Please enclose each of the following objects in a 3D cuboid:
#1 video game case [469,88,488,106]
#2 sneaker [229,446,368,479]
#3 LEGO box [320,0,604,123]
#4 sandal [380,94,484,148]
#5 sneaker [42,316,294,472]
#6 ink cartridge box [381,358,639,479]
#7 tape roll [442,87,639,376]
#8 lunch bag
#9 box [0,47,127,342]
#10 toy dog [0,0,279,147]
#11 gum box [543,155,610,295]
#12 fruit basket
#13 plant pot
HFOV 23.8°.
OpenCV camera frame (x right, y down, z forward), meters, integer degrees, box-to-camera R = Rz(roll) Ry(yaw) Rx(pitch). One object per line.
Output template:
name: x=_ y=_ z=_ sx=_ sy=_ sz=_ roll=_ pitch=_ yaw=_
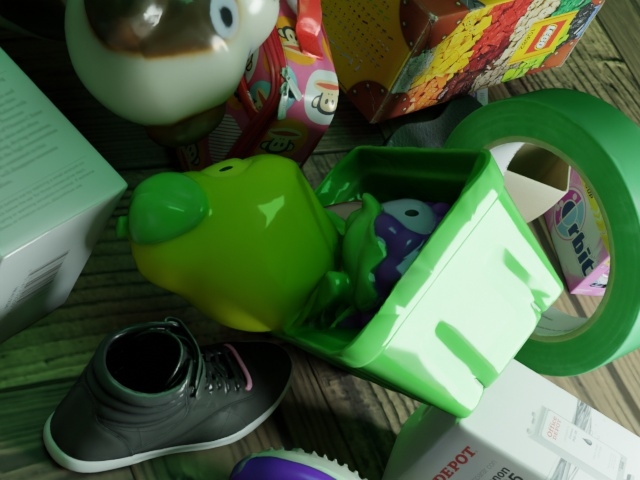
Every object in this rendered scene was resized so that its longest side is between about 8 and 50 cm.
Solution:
video game case: x=0.172 y=-0.229 z=2.057 sx=0.122 sy=0.011 sz=0.087 roll=19 pitch=48 yaw=-17
sneaker: x=0.024 y=0.325 z=1.474 sx=0.293 sy=0.102 sz=0.146 roll=35 pitch=46 yaw=-2
LEGO box: x=0.087 y=-0.424 z=2.006 sx=0.372 sy=0.193 sz=0.500 roll=-21 pitch=63 yaw=-39
sandal: x=0.147 y=-0.111 z=1.932 sx=0.097 sy=0.054 sz=0.254 roll=51 pitch=37 yaw=4
sneaker: x=-0.122 y=0.136 z=1.506 sx=0.295 sy=0.147 sz=0.105 roll=-14 pitch=62 yaw=-39
ink cartridge box: x=0.225 y=0.263 z=1.566 sx=0.283 sy=0.207 sz=0.117 roll=32 pitch=48 yaw=-4
tape roll: x=0.262 y=-0.009 z=1.721 sx=0.077 sy=0.321 sz=0.321 roll=-19 pitch=67 yaw=-38
lunch bag: x=-0.078 y=-0.212 z=1.726 sx=0.120 sy=0.258 sz=0.293 roll=7 pitch=50 yaw=-32
box: x=-0.387 y=-0.082 z=1.474 sx=0.345 sy=0.215 sz=0.168 roll=46 pitch=47 yaw=10
toy dog: x=-0.207 y=-0.283 z=1.517 sx=0.395 sy=0.285 sz=0.408 roll=-28 pitch=49 yaw=-19
gum box: x=0.347 y=-0.028 z=1.935 sx=0.062 sy=0.107 sz=0.188 roll=5 pitch=54 yaw=-27
fruit basket: x=0.000 y=0.000 z=1.516 sx=0.392 sy=0.392 sz=0.283 roll=38 pitch=80 yaw=1
plant pot: x=0.249 y=-0.086 z=1.926 sx=0.109 sy=0.096 sz=0.109 roll=20 pitch=48 yaw=-6
